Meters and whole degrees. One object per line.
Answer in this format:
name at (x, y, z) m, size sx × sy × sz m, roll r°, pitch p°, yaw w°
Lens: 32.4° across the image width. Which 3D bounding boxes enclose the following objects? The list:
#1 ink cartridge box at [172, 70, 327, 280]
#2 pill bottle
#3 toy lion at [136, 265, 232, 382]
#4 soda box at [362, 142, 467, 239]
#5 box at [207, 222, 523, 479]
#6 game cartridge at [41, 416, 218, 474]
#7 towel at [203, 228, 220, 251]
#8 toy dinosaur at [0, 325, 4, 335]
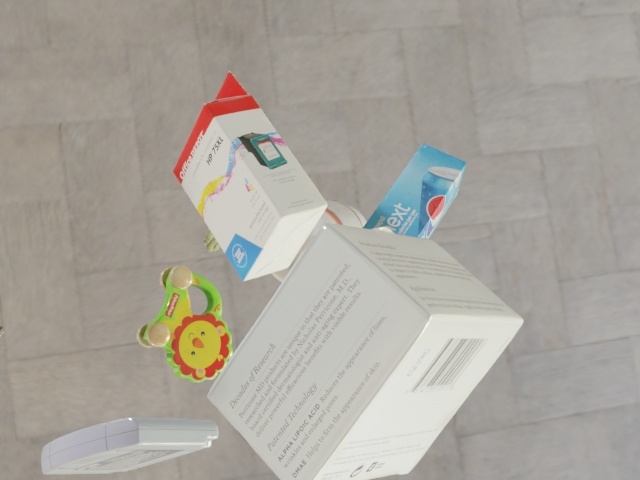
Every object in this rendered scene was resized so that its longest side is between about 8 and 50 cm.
ink cartridge box at (-0.103, -0.083, 1.370) m, size 0.078 × 0.134 × 0.231 m, roll -17°, pitch 62°, yaw -39°
pill bottle at (0.000, 0.000, 1.649) m, size 0.121 × 0.221 × 0.121 m, roll 1°, pitch 95°, yaw 16°
toy lion at (-0.127, 0.087, 1.097) m, size 0.096 × 0.034 × 0.100 m, roll 29°, pitch 68°, yaw -26°
soda box at (0.123, -0.039, 1.491) m, size 0.071 × 0.067 × 0.210 m, roll 25°, pitch 49°, yaw 13°
box at (0.040, 0.095, 0.893) m, size 0.119 × 0.181 × 0.182 m, roll 43°, pitch 108°, yaw 28°
game cartridge at (-0.342, 0.354, 1.894) m, size 0.198 × 0.297 × 0.062 m, roll 16°, pitch 61°, yaw -42°
towel at (-0.127, -0.039, 1.569) m, size 0.027 × 0.148 × 0.110 m, roll 37°, pitch 76°, yaw 0°
toy dinosaur at (-0.330, 0.046, 0.767) m, size 0.160 × 0.313 × 0.121 m, roll 23°, pitch 54°, yaw -49°
